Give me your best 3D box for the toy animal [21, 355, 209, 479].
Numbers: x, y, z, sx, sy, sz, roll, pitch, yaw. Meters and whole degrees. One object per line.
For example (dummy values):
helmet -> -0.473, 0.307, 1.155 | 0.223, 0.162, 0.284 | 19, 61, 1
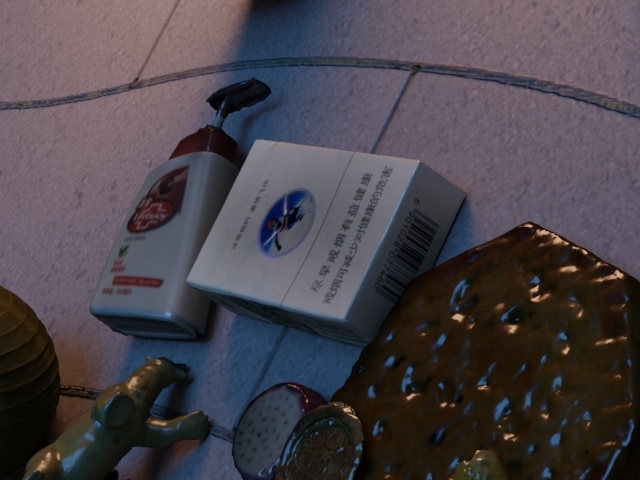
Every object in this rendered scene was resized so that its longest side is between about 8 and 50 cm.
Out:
toy animal -> -0.201, 0.187, 1.785 | 0.218, 0.103, 0.101 | -46, 25, -15

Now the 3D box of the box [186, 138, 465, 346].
box -> 0.000, 0.000, 1.741 | 0.256, 0.069, 0.164 | 11, 72, 53

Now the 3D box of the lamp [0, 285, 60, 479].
lamp -> -0.392, 0.169, 1.959 | 0.250, 0.250, 0.284 | -138, 44, -55

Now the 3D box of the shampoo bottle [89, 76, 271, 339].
shampoo bottle -> -0.135, -0.036, 1.931 | 0.153, 0.071, 0.284 | -3, 62, 48

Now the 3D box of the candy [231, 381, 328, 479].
candy -> -0.034, 0.175, 1.664 | 0.103, 0.043, 0.103 | -31, 42, 32

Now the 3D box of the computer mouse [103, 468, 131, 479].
computer mouse -> -0.268, 0.305, 1.823 | 0.231, 0.071, 0.126 | -42, 49, 1

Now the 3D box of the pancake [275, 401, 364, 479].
pancake -> -0.001, 0.185, 1.572 | 0.115, 0.011, 0.115 | -32, 41, 33

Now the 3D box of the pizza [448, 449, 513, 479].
pizza -> 0.088, 0.322, 1.325 | 0.268, 0.087, 0.258 | -49, 48, 18

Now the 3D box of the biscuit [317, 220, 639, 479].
biscuit -> 0.125, 0.150, 1.490 | 0.359, 0.046, 0.359 | -30, 43, 32
